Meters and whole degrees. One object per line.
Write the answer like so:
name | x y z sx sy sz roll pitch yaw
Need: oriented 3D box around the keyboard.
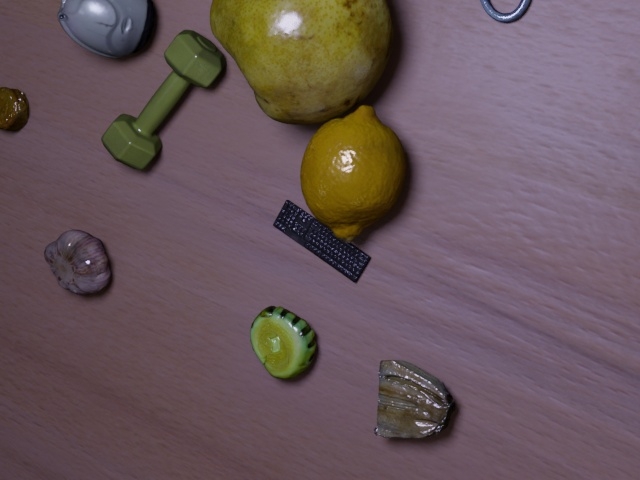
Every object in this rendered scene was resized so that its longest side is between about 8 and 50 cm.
keyboard | 0.000 0.000 1.503 0.204 0.013 0.061 35 107 18

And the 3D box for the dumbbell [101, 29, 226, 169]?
dumbbell | -0.313 -0.278 1.570 0.108 0.121 0.302 37 111 -14

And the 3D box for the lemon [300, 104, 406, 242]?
lemon | 0.055 -0.117 1.373 0.187 0.187 0.244 17 113 22

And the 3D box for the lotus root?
lotus root | 0.172 0.294 1.421 0.144 0.070 0.143 13 94 27

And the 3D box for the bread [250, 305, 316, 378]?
bread | -0.072 0.195 1.521 0.139 0.071 0.130 36 111 16

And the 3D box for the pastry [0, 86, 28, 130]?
pastry | -0.706 -0.296 1.776 0.109 0.057 0.097 6 95 23

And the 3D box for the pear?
pear | -0.022 -0.360 1.334 0.304 0.304 0.303 2 95 24

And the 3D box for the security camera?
security camera | -0.402 -0.499 1.546 0.197 0.191 0.277 38 112 50

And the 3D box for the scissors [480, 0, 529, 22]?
scissors | 0.278 -0.579 1.316 0.256 0.029 0.383 22 105 22

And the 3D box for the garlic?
garlic | -0.514 0.046 1.697 0.159 0.102 0.147 6 111 36
